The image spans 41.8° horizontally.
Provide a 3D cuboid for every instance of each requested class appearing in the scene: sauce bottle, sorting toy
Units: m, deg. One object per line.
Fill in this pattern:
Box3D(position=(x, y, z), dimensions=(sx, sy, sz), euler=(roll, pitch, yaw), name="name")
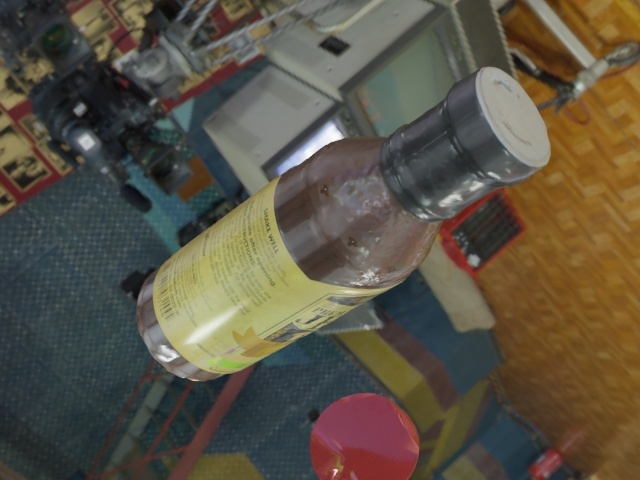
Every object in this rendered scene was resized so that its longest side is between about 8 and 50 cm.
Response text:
Box3D(position=(0.000, 0.000, 0.591), dimensions=(0.344, 0.111, 0.111), euler=(-32, 101, 40), name="sauce bottle")
Box3D(position=(-0.025, 0.338, 0.945), dimensions=(0.127, 0.365, 0.126), euler=(38, 166, 26), name="sorting toy")
